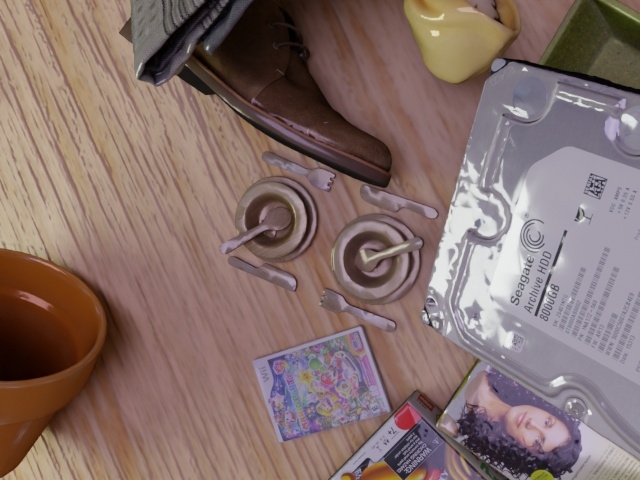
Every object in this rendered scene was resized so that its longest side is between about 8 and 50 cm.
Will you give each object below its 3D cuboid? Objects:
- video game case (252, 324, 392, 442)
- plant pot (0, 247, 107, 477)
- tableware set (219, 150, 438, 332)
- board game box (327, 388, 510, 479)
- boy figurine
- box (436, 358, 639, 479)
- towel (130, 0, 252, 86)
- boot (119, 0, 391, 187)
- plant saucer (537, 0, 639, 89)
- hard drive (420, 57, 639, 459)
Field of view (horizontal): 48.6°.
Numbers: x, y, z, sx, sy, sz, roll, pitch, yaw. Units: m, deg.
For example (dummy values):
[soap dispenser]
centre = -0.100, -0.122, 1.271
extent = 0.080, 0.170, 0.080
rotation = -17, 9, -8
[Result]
[video game case]
centre = 0.000, 0.142, 0.697
extent = 0.122, 0.011, 0.087
rotation = -20, 86, 18
[plant pot]
centre = -0.345, 0.141, 0.724
extent = 0.205, 0.205, 0.188
rotation = 33, 117, 14
[tableware set]
centre = 0.000, 0.000, 0.676
extent = 0.194, 0.039, 0.128
rotation = 21, 99, 16
[board game box]
centre = 0.056, 0.316, 0.665
extent = 0.193, 0.053, 0.305
rotation = 43, 104, 11
[boy figurine]
centre = 0.084, -0.270, 0.570
extent = 0.092, 0.177, 0.285
rotation = -18, 81, 47
[box]
centre = 0.220, 0.188, 0.604
extent = 0.232, 0.058, 0.087
rotation = 33, 102, 13
[towel]
centre = -0.055, -0.309, 0.573
extent = 0.312, 0.056, 0.324
rotation = -38, 45, 28
[boot]
centre = -0.045, -0.160, 0.655
extent = 0.305, 0.112, 0.115
rotation = 37, 92, 15
[plant saucer]
centre = 0.235, -0.067, 0.551
extent = 0.188, 0.045, 0.188
rotation = 48, 127, 32
[hard drive]
centre = 0.234, 0.027, 0.484
extent = 0.339, 0.064, 0.236
rotation = 32, 118, 42
